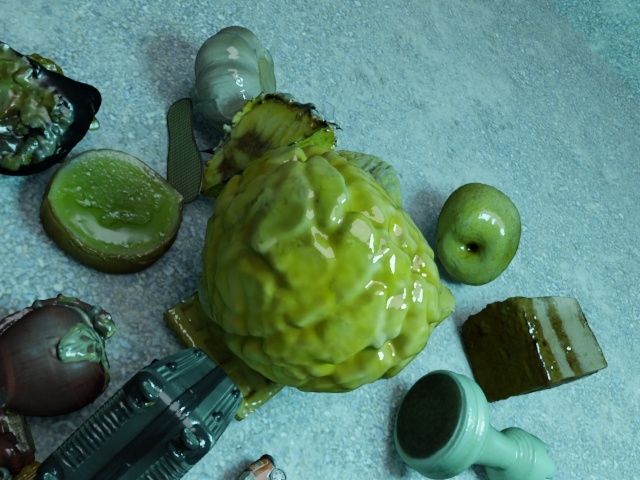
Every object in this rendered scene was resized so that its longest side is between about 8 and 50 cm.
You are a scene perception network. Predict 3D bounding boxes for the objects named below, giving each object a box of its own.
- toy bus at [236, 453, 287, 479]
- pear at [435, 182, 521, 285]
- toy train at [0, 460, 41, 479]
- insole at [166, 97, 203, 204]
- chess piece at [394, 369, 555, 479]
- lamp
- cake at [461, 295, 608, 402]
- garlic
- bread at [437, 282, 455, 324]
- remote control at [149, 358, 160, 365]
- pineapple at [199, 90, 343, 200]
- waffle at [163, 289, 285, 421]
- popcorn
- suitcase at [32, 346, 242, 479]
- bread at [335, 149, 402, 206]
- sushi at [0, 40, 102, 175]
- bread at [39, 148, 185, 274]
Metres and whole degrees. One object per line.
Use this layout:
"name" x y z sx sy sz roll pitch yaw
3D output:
"toy bus" -0.073 0.426 0.955 0.077 0.079 0.174 -21 76 -30
"pear" 0.363 -0.018 1.423 0.188 0.229 0.211 12 27 21
"toy train" -0.333 0.371 0.761 0.089 0.127 0.220 -38 109 -39
"insole" -0.266 -0.174 1.187 0.005 0.086 0.253 40 32 -54
"chess piece" 0.305 0.385 1.172 0.299 0.194 0.195 32 50 -26
"lamp" -0.381 0.191 0.855 0.223 0.151 0.215 -29 71 2
"cake" 0.486 0.228 1.362 0.292 0.196 0.199 -1 62 -33
"garlic" -0.174 -0.310 1.254 0.228 0.152 0.228 32 54 -59
"bread" 0.170 0.150 1.271 0.245 0.094 0.102 -15 63 -39
"remote control" -0.238 0.229 1.001 0.096 0.014 0.039 39 49 -10
"pineapple" -0.093 -0.170 1.163 0.161 0.334 0.159 15 51 -52
"waffle" -0.122 0.162 1.091 0.247 0.055 0.221 -31 83 -42
"popcorn" -0.013 0.049 0.955 0.344 0.354 0.390 -40 54 -7
"suitcase" -0.216 0.250 0.794 0.202 0.312 0.128 -43 87 -2
"bread" 0.097 -0.102 1.342 0.252 0.133 0.174 48 47 1
"sushi" -0.473 -0.213 0.997 0.213 0.204 0.200 -42 99 -9
"bread" -0.349 -0.052 1.057 0.236 0.070 0.236 16 54 -24
